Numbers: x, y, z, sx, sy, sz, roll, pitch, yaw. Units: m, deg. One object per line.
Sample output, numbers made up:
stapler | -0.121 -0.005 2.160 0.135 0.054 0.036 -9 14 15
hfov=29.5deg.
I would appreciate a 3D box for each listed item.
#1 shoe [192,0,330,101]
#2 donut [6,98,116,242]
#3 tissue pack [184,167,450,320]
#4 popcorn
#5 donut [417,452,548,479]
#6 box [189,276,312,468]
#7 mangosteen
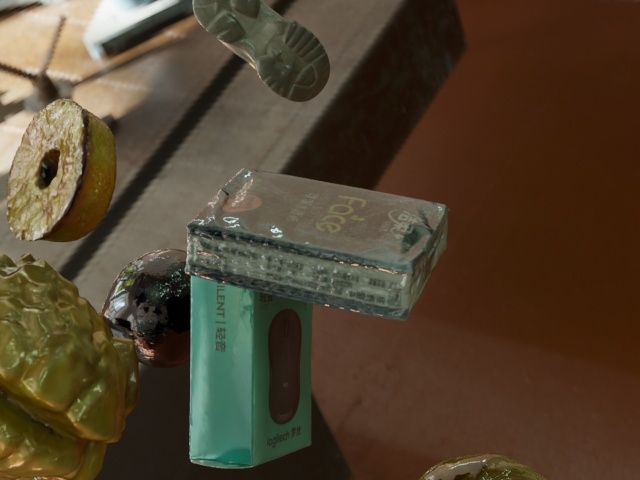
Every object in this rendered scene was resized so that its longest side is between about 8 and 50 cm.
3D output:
shoe | -0.066 -0.215 1.272 0.071 0.169 0.099 -51 20 4
donut | -0.263 -0.066 1.243 0.152 0.058 0.151 -16 66 40
tissue pack | 0.000 0.000 1.663 0.316 0.103 0.228 11 28 13
popcorn | -0.310 0.118 1.179 0.225 0.332 0.265 -37 43 -16
donut | 0.170 0.391 1.185 0.360 0.170 0.360 -15 51 20
box | -0.103 0.179 1.870 0.118 0.205 0.311 1 91 24
mangosteen | -0.251 0.122 2.098 0.243 0.243 0.243 -12 44 12
